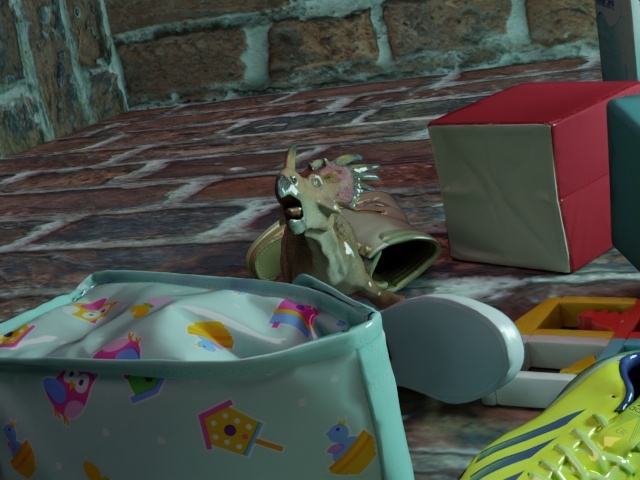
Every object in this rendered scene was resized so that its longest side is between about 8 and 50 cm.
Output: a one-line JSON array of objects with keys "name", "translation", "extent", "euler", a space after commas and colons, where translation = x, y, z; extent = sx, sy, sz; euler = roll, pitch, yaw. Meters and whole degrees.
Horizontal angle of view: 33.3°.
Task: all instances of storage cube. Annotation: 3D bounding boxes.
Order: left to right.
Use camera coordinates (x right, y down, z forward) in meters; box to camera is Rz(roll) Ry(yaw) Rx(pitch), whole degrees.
[{"name": "storage cube", "translation": [0.271, -0.082, 1.310], "extent": [0.193, 0.184, 0.215], "euler": [-26, 22, -39]}]

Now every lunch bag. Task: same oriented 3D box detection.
[{"name": "lunch bag", "translation": [-0.059, 0.139, 0.657], "extent": [0.262, 0.223, 0.160], "euler": [-1, 17, 28]}]

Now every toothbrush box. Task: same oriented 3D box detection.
[{"name": "toothbrush box", "translation": [0.485, -0.246, 1.537], "extent": [0.126, 0.296, 0.216], "euler": [-10, 15, 4]}]

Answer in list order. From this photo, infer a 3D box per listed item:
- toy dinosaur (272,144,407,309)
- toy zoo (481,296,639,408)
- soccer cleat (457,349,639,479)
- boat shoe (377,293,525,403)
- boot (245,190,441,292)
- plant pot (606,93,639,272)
[{"name": "toy dinosaur", "translation": [0.000, 0.000, 1.121], "extent": [0.127, 0.200, 0.295], "euler": [-19, 3, -15]}, {"name": "toy zoo", "translation": [0.269, 0.098, 0.947], "extent": [0.293, 0.030, 0.192], "euler": [0, 18, 32]}, {"name": "soccer cleat", "translation": [0.173, 0.141, 0.685], "extent": [0.121, 0.093, 0.289], "euler": [-41, -8, 37]}, {"name": "boat shoe", "translation": [0.097, 0.087, 0.942], "extent": [0.084, 0.095, 0.258], "euler": [-13, 4, -33]}, {"name": "boot", "translation": [0.024, 0.018, 1.309], "extent": [0.213, 0.077, 0.165], "euler": [-21, 28, -11]}, {"name": "plant pot", "translation": [0.380, -0.029, 0.970], "extent": [0.165, 0.166, 0.234], "euler": [-11, 26, -1]}]
